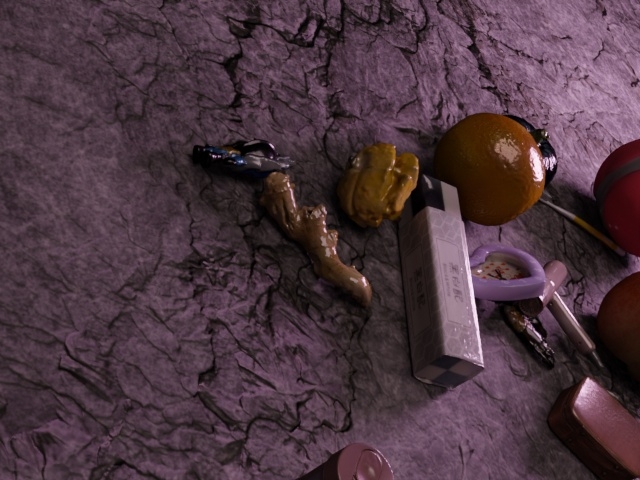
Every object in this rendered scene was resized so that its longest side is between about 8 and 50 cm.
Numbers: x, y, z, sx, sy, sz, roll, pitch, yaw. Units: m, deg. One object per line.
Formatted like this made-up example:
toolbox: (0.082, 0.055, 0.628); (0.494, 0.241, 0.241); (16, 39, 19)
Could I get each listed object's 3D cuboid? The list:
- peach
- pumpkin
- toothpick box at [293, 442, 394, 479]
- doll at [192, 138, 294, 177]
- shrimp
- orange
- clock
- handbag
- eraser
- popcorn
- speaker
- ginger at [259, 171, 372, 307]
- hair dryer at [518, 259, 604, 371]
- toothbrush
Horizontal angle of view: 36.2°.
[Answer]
peach: (0.712, 0.176, 2.032); (0.252, 0.252, 0.252); (22, 47, -26)
pumpkin: (0.433, -0.191, 2.159); (0.194, 0.150, 0.194); (48, 7, -8)
toothpick box: (0.023, 0.357, 1.381); (0.098, 0.149, 0.098); (21, 48, -26)
doll: (-0.126, -0.144, 1.704); (0.195, 0.070, 0.096); (0, 24, -36)
shrimp: (0.425, 0.179, 1.940); (0.091, 0.034, 0.161); (-20, 72, -47)
orange: (0.340, -0.145, 1.982); (0.236, 0.236, 0.236); (22, 47, -26)
clock: (0.354, 0.078, 1.900); (0.172, 0.064, 0.198); (20, 31, 30)
handbag: (0.535, 0.360, 1.865); (0.193, 0.072, 0.151); (44, 41, -1)
eraser: (0.215, 0.067, 1.803); (0.096, 0.098, 0.404); (19, 48, -28)
popcorn: (0.109, -0.105, 1.818); (0.152, 0.167, 0.148); (41, 7, -40)
speaker: (0.778, -0.091, 2.263); (0.294, 0.294, 0.294); (22, 47, -26)
ginger: (0.000, 0.000, 1.698); (0.288, 0.089, 0.075); (48, -3, -2)
hair dryer: (0.513, 0.156, 1.991); (0.220, 0.053, 0.195); (47, 33, 4)
toothbrush: (0.603, -0.043, 2.266); (0.288, 0.024, 0.021); (32, 42, -17)
